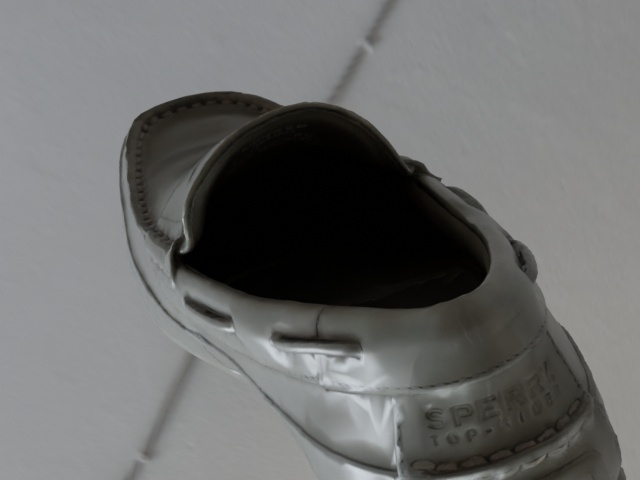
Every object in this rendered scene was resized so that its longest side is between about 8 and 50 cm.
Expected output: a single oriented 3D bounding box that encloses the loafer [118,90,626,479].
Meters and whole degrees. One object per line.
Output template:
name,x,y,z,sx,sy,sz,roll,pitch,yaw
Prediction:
loafer,0.000,0.000,0.627,0.112,0.319,0.111,-23,-62,-15
